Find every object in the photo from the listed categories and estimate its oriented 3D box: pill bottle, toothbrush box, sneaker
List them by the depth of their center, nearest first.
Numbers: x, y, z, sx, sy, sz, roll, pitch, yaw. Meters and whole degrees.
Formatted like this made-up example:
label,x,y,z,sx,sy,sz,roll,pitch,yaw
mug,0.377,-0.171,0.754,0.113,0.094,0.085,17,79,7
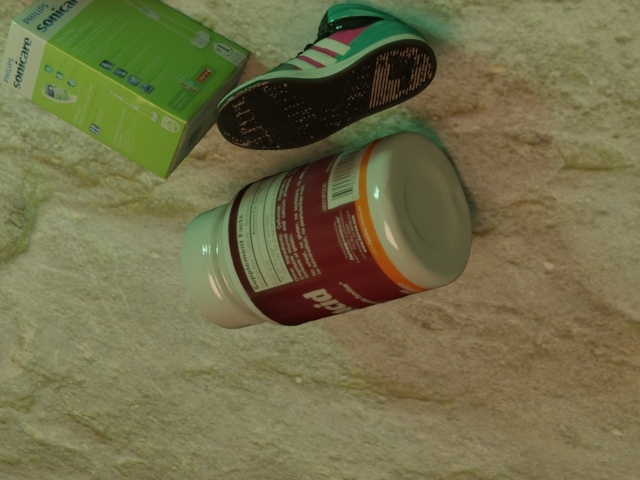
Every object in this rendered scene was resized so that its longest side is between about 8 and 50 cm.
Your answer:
label,x,y,z,sx,sy,sz,roll,pitch,yaw
sneaker,-0.001,-0.228,1.756,0.296,0.178,0.123,-18,119,3
toothbrush box,-0.278,-0.247,1.866,0.283,0.206,0.122,31,133,2
pill bottle,0.000,0.000,1.900,0.392,0.224,0.224,-17,115,36
